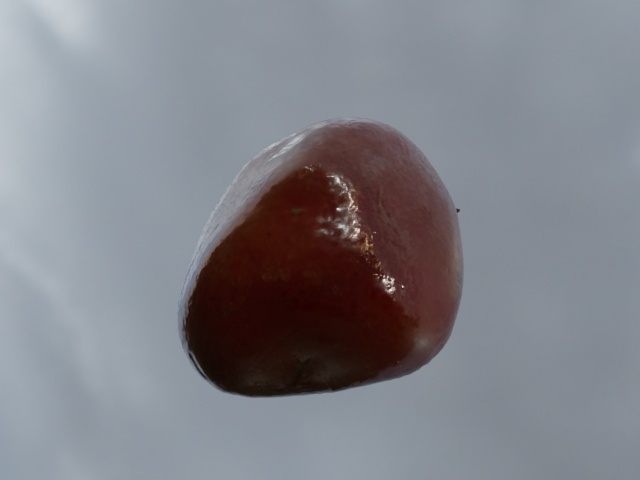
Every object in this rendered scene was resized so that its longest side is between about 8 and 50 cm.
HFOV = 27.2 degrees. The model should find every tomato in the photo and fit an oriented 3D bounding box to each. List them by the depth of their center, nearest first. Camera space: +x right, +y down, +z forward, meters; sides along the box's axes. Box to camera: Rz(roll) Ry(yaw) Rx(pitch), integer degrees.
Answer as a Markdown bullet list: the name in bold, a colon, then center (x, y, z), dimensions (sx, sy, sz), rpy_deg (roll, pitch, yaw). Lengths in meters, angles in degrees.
- **tomato**: center (-0.006, -0.004, 0.752), dimensions (0.166, 0.174, 0.082), rpy_deg (-6, -32, 12)
